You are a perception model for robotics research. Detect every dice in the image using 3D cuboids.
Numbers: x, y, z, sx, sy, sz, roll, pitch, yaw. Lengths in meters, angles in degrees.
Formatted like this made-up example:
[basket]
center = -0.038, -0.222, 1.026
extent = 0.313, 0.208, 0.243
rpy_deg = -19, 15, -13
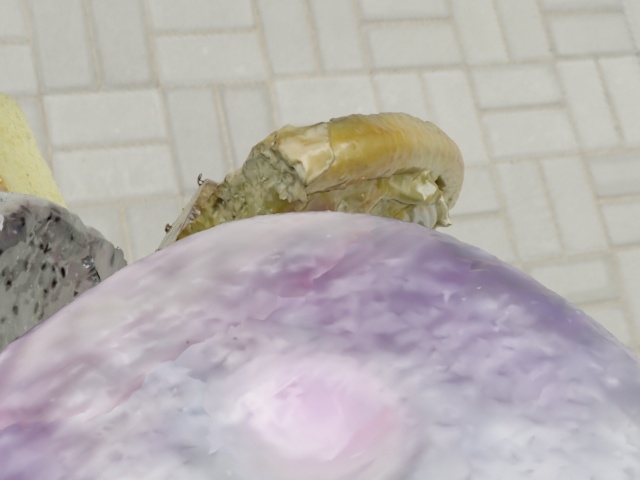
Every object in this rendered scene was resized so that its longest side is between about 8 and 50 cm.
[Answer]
[dice]
center = 0.001, 0.169, 0.466
extent = 0.270, 0.271, 0.270
rpy_deg = -31, 49, -31

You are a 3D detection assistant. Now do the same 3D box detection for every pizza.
[pizza]
center = 0.000, 0.000, 0.730
extent = 0.223, 0.323, 0.089
rpy_deg = -37, 76, 18

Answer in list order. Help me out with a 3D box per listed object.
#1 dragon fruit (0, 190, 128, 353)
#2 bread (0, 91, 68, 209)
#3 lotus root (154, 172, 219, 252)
[dragon fruit]
center = -0.276, 0.095, 0.765
extent = 0.221, 0.204, 0.283
rpy_deg = 3, 107, 15
[bread]
center = -0.480, -0.043, 1.136
extent = 0.404, 0.345, 0.242
rpy_deg = -21, 83, 21
[lotus root]
center = -0.135, 0.021, 1.056
extent = 0.074, 0.170, 0.261
rpy_deg = 28, 24, -11
